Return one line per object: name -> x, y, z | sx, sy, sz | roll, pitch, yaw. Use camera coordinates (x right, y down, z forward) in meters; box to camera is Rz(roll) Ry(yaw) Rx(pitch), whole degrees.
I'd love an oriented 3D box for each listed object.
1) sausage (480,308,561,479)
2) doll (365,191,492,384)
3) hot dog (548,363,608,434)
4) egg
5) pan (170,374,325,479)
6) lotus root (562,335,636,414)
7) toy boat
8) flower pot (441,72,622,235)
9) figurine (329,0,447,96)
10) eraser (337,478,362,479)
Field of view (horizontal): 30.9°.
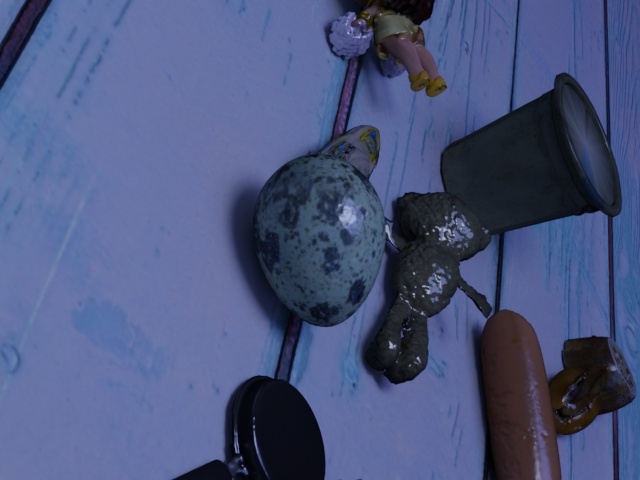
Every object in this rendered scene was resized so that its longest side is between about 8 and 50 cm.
sausage -> 0.255, 0.229, 1.477 | 0.086, 0.086, 0.289 | 31, 46, -48
doll -> 0.129, 0.051, 1.378 | 0.202, 0.091, 0.286 | 9, 47, -20
hot dog -> 0.377, 0.229, 1.693 | 0.140, 0.060, 0.090 | -17, 86, -54
egg -> 0.000, 0.000, 1.147 | 0.132, 0.132, 0.172 | -5, 89, -60
pan -> -0.059, 0.195, 1.030 | 0.235, 0.028, 0.136 | -14, 84, -60
lotus root -> 0.433, 0.205, 1.803 | 0.122, 0.081, 0.112 | 51, 27, -29
toy boat -> 0.032, -0.090, 1.323 | 0.084, 0.066, 0.210 | 62, 30, -16
flower pot -> 0.293, -0.103, 1.625 | 0.212, 0.202, 0.212 | 35, 45, -43
figurine -> 0.093, -0.292, 1.498 | 0.174, 0.115, 0.240 | 15, 60, -55
eraser -> 0.046, 0.381, 0.879 | 0.359, 0.122, 0.272 | 51, 27, 16
